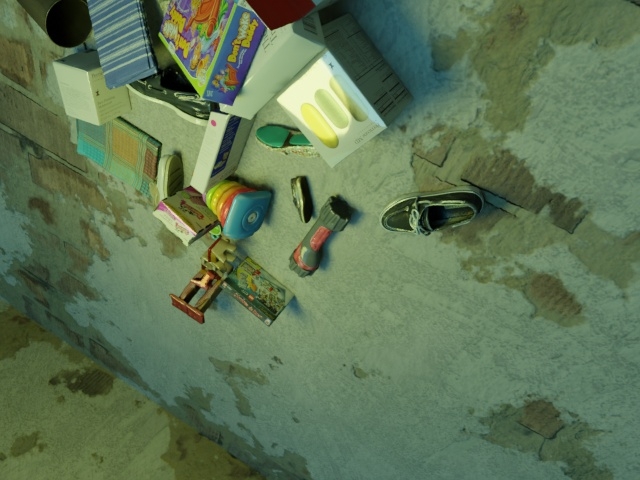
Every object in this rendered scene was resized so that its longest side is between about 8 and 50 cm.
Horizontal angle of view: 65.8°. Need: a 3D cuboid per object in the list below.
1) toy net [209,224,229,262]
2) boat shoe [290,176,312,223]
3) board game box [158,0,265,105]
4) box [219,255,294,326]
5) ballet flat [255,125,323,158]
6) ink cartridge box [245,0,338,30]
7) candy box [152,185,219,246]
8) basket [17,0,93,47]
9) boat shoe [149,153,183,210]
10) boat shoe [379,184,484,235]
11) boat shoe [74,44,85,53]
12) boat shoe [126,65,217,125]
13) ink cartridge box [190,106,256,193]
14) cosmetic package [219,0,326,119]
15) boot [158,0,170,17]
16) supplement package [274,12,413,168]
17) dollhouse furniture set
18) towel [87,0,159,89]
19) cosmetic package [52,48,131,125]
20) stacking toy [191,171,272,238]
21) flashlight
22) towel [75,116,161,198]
[{"bbox_3d":[-0.401,0.001,1.856,0.122,0.045,0.232,15,129,21],"label":"toy net"},{"bbox_3d":[-0.061,-0.128,1.550,0.049,0.056,0.152,9,117,32],"label":"boat shoe"},{"bbox_3d":[-0.249,-0.494,1.118,0.347,0.078,0.233,54,125,38],"label":"board game box"},{"bbox_3d":[-0.228,0.183,1.806,0.233,0.159,0.044,40,134,1],"label":"box"},{"bbox_3d":[-0.081,-0.276,1.434,0.241,0.091,0.077,15,151,27],"label":"ballet flat"},{"bbox_3d":[-0.077,-0.604,0.973,0.308,0.385,0.091,50,133,-10],"label":"ink cartridge box"},{"bbox_3d":[-0.423,-0.097,1.661,0.159,0.233,0.071,43,122,-2],"label":"candy box"},{"bbox_3d":[-0.838,-0.736,1.510,0.227,0.154,0.204,45,169,4],"label":"basket"},{"bbox_3d":[-0.560,-0.184,1.771,0.103,0.113,0.302,22,133,9],"label":"boat shoe"},{"bbox_3d":[0.286,-0.064,1.342,0.306,0.105,0.113,-6,119,34],"label":"boat shoe"},{"bbox_3d":[-0.807,-0.622,1.659,0.035,0.035,0.100,49,145,30],"label":"boat shoe"},{"bbox_3d":[-0.448,-0.464,1.490,0.340,0.127,0.113,32,124,18],"label":"boat shoe"},{"bbox_3d":[-0.271,-0.312,1.454,0.069,0.176,0.371,38,134,3],"label":"ink cartridge box"},{"bbox_3d":[-0.145,-0.518,1.135,0.284,0.097,0.377,-32,63,44],"label":"cosmetic package"},{"bbox_3d":[-0.370,-0.603,1.345,0.213,0.077,0.165,30,139,41],"label":"boot"},{"bbox_3d":[0.048,-0.362,1.204,0.199,0.198,0.263,-31,103,42],"label":"supplement package"},{"bbox_3d":[-0.434,0.136,1.808,0.152,0.201,0.374,32,150,6],"label":"dollhouse furniture set"},{"bbox_3d":[-0.583,-0.633,1.443,0.243,0.040,0.336,-4,99,35],"label":"towel"},{"bbox_3d":[-0.743,-0.504,1.621,0.151,0.151,0.184,21,132,17],"label":"cosmetic package"},{"bbox_3d":[-0.327,-0.149,1.639,0.302,0.175,0.166,35,116,25],"label":"stacking toy"},{"bbox_3d":[0.000,0.000,1.573,0.103,0.103,0.304,21,136,-19],"label":"flashlight"},{"bbox_3d":[-0.754,-0.342,1.827,0.370,0.040,0.271,32,134,7],"label":"towel"}]
